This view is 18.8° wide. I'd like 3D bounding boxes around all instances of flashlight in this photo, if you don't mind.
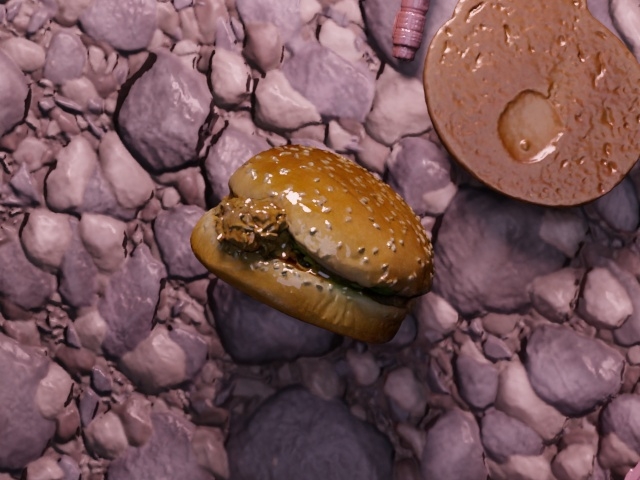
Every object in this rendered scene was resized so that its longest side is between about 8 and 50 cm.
[{"bbox_3d":[0.080,-0.209,1.668,0.031,0.052,0.110,15,93,36],"label":"flashlight"}]

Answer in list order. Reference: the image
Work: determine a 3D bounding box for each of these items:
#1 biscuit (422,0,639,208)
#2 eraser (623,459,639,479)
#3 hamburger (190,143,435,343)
[{"bbox_3d":[0.183,-0.124,1.655,0.181,0.049,0.208,-40,88,-3],"label":"biscuit"},{"bbox_3d":[0.253,0.285,1.523,0.122,0.272,0.359,36,86,2],"label":"eraser"},{"bbox_3d":[0.000,0.000,1.565,0.189,0.215,0.122,34,102,15],"label":"hamburger"}]
